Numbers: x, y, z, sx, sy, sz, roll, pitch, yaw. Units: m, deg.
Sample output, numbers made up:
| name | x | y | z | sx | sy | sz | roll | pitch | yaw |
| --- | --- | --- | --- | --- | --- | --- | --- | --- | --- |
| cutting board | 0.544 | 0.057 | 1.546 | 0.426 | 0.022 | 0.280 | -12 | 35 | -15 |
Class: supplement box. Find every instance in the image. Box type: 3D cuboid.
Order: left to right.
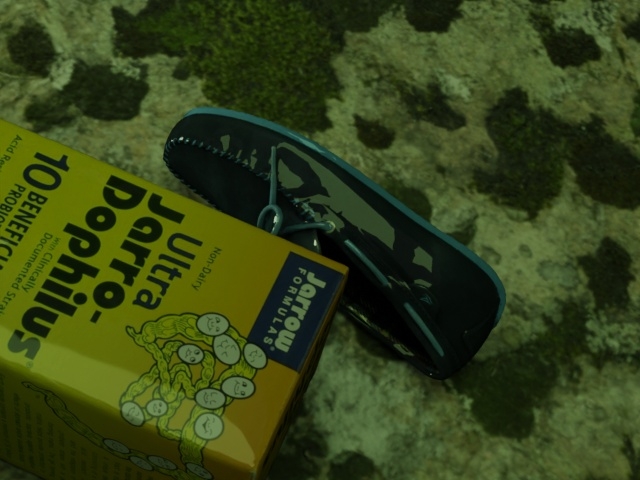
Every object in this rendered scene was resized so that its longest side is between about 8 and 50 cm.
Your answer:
| name | x | y | z | sx | sy | sz | roll | pitch | yaw |
| --- | --- | --- | --- | --- | --- | --- | --- | --- | --- |
| supplement box | -0.186 | 0.072 | 1.066 | 0.357 | 0.195 | 0.194 | 23 | 58 | 4 |

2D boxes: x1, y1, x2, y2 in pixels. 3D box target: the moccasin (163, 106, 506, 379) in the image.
| name | x | y | z | sx | sy | sz | roll | pitch | yaw |
| --- | --- | --- | --- | --- | --- | --- | --- | --- | --- |
| moccasin | 0.000 | 0.000 | 1.179 | 0.342 | 0.137 | 0.117 | 29 | 63 | 9 |
